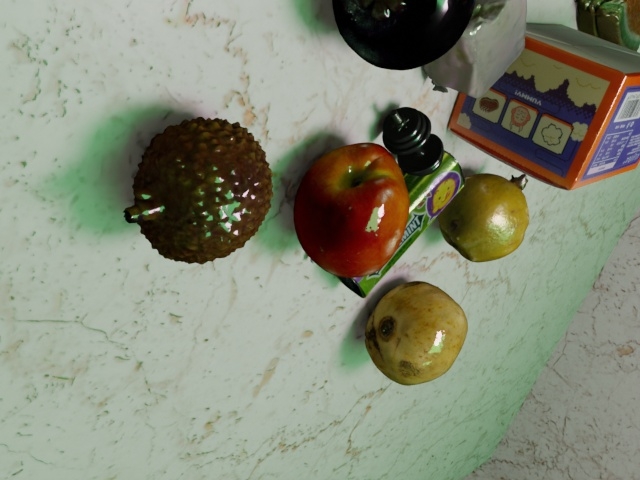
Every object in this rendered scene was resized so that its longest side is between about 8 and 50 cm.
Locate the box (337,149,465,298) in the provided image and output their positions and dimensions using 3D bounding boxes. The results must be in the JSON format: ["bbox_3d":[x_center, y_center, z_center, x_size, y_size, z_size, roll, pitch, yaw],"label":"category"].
[{"bbox_3d":[0.165,-0.036,1.350,0.345,0.097,0.134,-47,146,-10],"label":"box"}]

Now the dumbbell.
[{"bbox_3d":[0.181,-0.190,1.225,0.099,0.099,0.208,-52,142,-3],"label":"dumbbell"}]

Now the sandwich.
[{"bbox_3d":[0.745,-0.568,1.568,0.212,0.109,0.292,-50,146,-4],"label":"sandwich"}]

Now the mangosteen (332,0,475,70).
[{"bbox_3d":[0.126,-0.361,0.926,0.243,0.243,0.242,-31,140,-30],"label":"mangosteen"}]

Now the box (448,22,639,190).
[{"bbox_3d":[0.525,-0.296,1.356,0.349,0.319,0.256,-17,131,-43],"label":"box"}]

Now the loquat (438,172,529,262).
[{"bbox_3d":[0.407,-0.068,1.518,0.246,0.213,0.213,-43,146,-4],"label":"loquat"}]

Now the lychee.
[{"bbox_3d":[-0.162,-0.065,0.851,0.238,0.200,0.200,-27,140,-52],"label":"lychee"}]

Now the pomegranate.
[{"bbox_3d":[0.236,0.229,1.550,0.260,0.260,0.260,-31,140,-30],"label":"pomegranate"}]

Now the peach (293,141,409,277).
[{"bbox_3d":[0.057,-0.054,1.119,0.243,0.200,0.243,19,90,-81],"label":"peach"}]

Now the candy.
[{"bbox_3d":[0.274,-0.376,1.147,0.185,0.137,0.195,-45,148,-12],"label":"candy"}]

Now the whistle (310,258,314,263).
[{"bbox_3d":[0.000,0.000,1.240,0.035,0.035,0.100,-6,125,-48],"label":"whistle"}]
